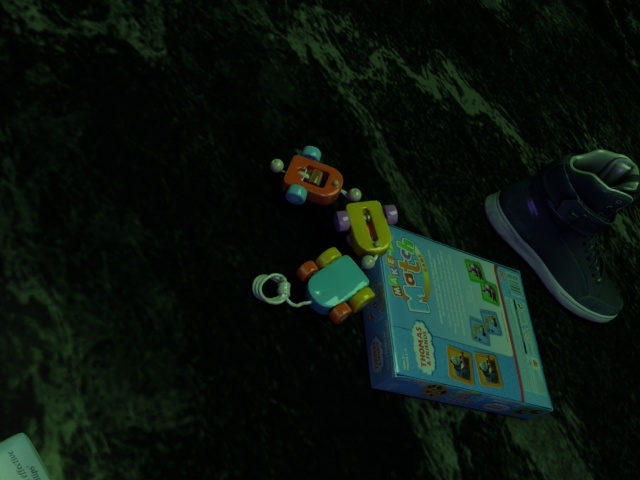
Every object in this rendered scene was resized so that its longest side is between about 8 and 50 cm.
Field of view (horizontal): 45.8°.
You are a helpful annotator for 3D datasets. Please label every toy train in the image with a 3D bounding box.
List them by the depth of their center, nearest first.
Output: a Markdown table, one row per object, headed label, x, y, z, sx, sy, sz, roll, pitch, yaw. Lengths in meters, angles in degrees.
| label | x | y | z | sx | sy | sz | roll | pitch | yaw |
| --- | --- | --- | --- | --- | --- | --- | --- | --- | --- |
| toy train | 0.000 | 0.000 | 0.678 | 0.125 | 0.046 | 0.166 | 16 | 59 | -2 |

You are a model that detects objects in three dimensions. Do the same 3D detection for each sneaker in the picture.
| label | x | y | z | sx | sy | sz | roll | pitch | yaw |
| --- | --- | --- | --- | --- | --- | --- | --- | --- | --- |
| sneaker | 0.327 | -0.005 | 0.891 | 0.226 | 0.163 | 0.086 | 42 | 41 | -15 |

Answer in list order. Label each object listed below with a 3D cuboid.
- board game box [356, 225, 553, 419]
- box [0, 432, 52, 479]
| label | x | y | z | sx | sy | sz | roll | pitch | yaw |
| --- | --- | --- | --- | --- | --- | --- | --- | --- | --- |
| board game box | 0.131 | 0.081 | 0.743 | 0.211 | 0.039 | 0.160 | 19 | 52 | -34 |
| box | -0.192 | 0.159 | 0.326 | 0.137 | 0.126 | 0.072 | -26 | 84 | -48 |
